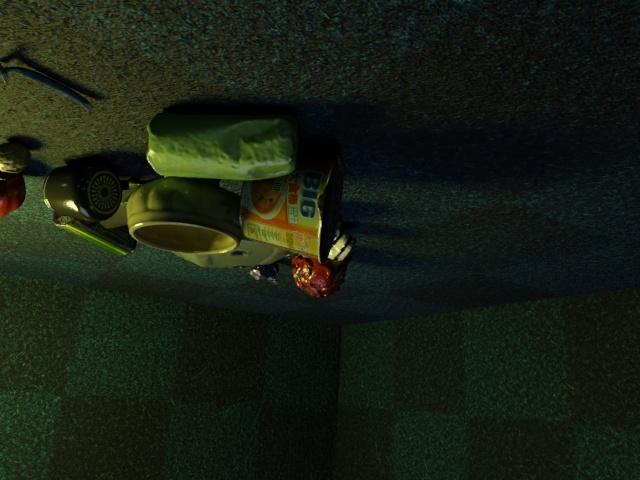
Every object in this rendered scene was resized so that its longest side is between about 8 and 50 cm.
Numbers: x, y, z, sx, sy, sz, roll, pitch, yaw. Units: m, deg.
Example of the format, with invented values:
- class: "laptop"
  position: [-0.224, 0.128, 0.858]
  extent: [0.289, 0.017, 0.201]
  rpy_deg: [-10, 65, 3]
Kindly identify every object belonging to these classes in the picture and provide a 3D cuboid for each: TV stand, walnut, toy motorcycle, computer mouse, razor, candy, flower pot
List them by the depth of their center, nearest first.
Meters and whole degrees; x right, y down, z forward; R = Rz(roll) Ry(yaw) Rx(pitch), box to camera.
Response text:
- class: "razor"
  position: [-0.562, -0.318, 1.075]
  extent: [0.191, 0.037, 0.068]
  rpy_deg: [18, -159, -47]
- class: "candy"
  position: [-0.221, -0.215, 1.172]
  extent: [0.344, 0.142, 0.132]
  rpy_deg: [1, 154, 6]
- class: "flower pot"
  position: [-0.336, -0.113, 1.351]
  extent: [0.308, 0.243, 0.307]
  rpy_deg: [2, 164, 1]
- class: "walnut"
  position: [-0.820, -0.220, 1.372]
  extent: [0.092, 0.092, 0.092]
  rpy_deg: [3, 163, 1]
- class: "TV stand"
  position: [-0.616, -0.104, 1.629]
  extent: [0.270, 0.082, 0.088]
  rpy_deg: [-8, 131, 40]
- class: "computer mouse"
  position: [-0.296, -0.014, 1.759]
  extent: [0.430, 0.145, 0.228]
  rpy_deg: [4, 150, -34]
- class: "toy motorcycle"
  position: [-0.255, 0.132, 2.340]
  extent: [0.076, 0.114, 0.205]
  rpy_deg: [-8, 159, 32]

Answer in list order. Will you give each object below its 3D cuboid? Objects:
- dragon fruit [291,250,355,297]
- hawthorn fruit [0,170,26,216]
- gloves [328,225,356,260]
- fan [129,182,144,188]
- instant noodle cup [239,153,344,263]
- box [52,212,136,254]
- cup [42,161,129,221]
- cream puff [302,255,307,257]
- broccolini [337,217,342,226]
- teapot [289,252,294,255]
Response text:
- class: "dragon fruit"
  position: [0.012, 0.108, 2.120]
  extent: [0.234, 0.233, 0.293]
  rpy_deg: [18, 127, -39]
- class: "hawthorn fruit"
  position: [-0.929, -0.155, 1.487]
  extent: [0.157, 0.156, 0.194]
  rpy_deg: [16, 157, -34]
- class: "gloves"
  position: [0.008, -0.013, 1.842]
  extent: [0.219, 0.131, 0.140]
  rpy_deg: [32, 171, 1]
- class: "fan"
  position: [-0.566, -0.104, 1.675]
  extent: [0.335, 0.011, 0.229]
  rpy_deg: [10, 142, 29]
- class: "instant noodle cup"
  position: [-0.071, -0.095, 1.330]
  extent: [0.214, 0.296, 0.296]
  rpy_deg: [9, 164, 9]
- class: "box"
  position: [-0.772, -0.056, 1.808]
  extent: [0.097, 0.134, 0.345]
  rpy_deg: [-2, 161, 12]
- class: "cup"
  position: [-0.665, -0.143, 1.493]
  extent: [0.177, 0.169, 0.223]
  rpy_deg: [1, -168, 23]
- class: "cream puff"
  position: [-0.048, 0.026, 2.033]
  extent: [0.083, 0.058, 0.083]
  rpy_deg: [45, 144, 8]
- class: "broccolini"
  position: [-0.033, -0.070, 1.795]
  extent: [0.218, 0.042, 0.044]
  rpy_deg: [5, 165, 16]
- class: "teapot"
  position: [-0.204, 0.024, 2.060]
  extent: [0.201, 0.077, 0.107]
  rpy_deg: [-2, -178, 16]
